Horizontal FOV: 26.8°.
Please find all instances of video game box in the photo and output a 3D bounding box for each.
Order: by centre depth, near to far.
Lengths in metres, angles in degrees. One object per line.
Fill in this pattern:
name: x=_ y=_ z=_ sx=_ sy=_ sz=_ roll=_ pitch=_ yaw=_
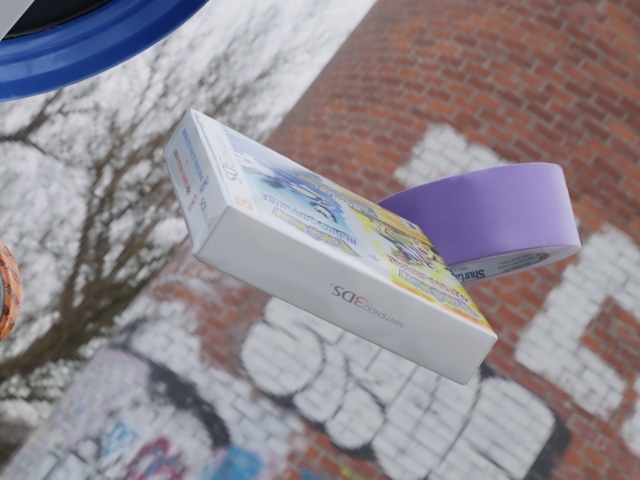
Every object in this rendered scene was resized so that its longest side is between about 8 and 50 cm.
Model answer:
video game box: x=0.000 y=0.000 z=0.897 sx=0.205 sy=0.048 sz=0.187 roll=26 pitch=17 yaw=-23

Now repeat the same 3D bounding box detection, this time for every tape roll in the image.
tape roll: x=0.144 y=-0.009 z=1.268 sx=0.189 sy=0.189 sz=0.080 roll=138 pitch=-59 yaw=-71

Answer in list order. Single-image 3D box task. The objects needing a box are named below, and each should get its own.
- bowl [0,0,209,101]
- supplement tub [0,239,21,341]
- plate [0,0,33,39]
bowl: x=-0.273 y=-0.278 z=1.423 sx=0.077 sy=0.391 sz=0.391 roll=63 pitch=-15 yaw=12
supplement tub: x=-0.494 y=0.069 z=1.490 sx=0.193 sy=0.193 sz=0.316 roll=28 pitch=16 yaw=25
plate: x=-0.108 y=-0.104 z=0.359 sx=0.045 sy=0.278 sz=0.277 roll=42 pitch=18 yaw=-4
